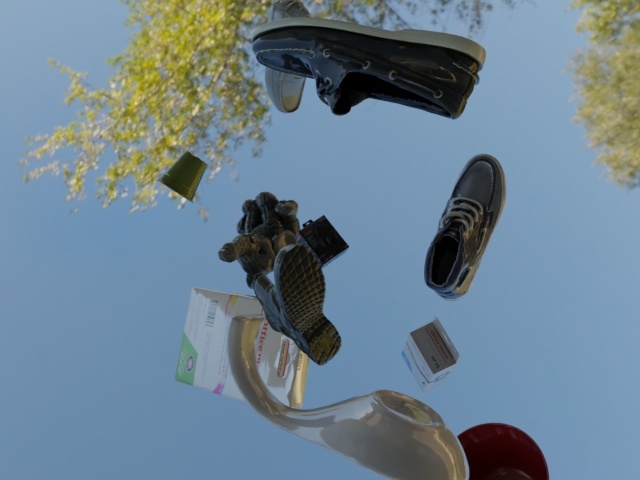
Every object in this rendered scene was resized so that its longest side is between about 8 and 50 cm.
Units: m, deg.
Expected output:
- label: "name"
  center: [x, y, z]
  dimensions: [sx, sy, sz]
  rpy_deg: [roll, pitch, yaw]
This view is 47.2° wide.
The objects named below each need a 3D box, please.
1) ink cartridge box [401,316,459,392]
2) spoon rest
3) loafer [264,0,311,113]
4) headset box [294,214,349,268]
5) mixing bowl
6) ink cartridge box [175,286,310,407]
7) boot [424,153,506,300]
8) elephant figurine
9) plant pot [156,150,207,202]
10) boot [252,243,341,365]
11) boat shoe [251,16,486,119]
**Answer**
- label: "ink cartridge box"
  center: [0.231, 0.245, 1.561]
  dimensions: [0.060, 0.180, 0.104]
  rpy_deg: [-23, -114, -13]
- label: "spoon rest"
  center: [0.017, 0.166, 0.711]
  dimensions: [0.276, 0.084, 0.137]
  rpy_deg: [27, -169, 29]
- label: "loafer"
  center: [-0.072, -0.448, 1.839]
  dimensions: [0.112, 0.320, 0.111]
  rpy_deg: [-35, -124, -28]
- label: "headset box"
  center: [0.000, 0.000, 1.292]
  dimensions: [0.062, 0.032, 0.083]
  rpy_deg: [-33, -101, -25]
- label: "mixing bowl"
  center: [0.271, 0.377, 1.100]
  dimensions: [0.098, 0.181, 0.182]
  rpy_deg: [44, -134, -40]
- label: "ink cartridge box"
  center: [-0.130, 0.217, 1.475]
  dimensions: [0.119, 0.353, 0.207]
  rpy_deg: [15, -97, -45]
- label: "boot"
  center: [0.175, -0.022, 0.880]
  dimensions: [0.086, 0.069, 0.190]
  rpy_deg: [30, -106, -67]
- label: "elephant figurine"
  center: [-0.126, 0.025, 1.585]
  dimensions: [0.185, 0.169, 0.240]
  rpy_deg: [17, -137, -8]
- label: "plant pot"
  center: [-0.259, -0.128, 1.405]
  dimensions: [0.083, 0.083, 0.079]
  rpy_deg: [33, -91, -14]
- label: "boot"
  center: [-0.063, 0.091, 1.200]
  dimensions: [0.083, 0.161, 0.247]
  rpy_deg: [-37, -48, -25]
- label: "boat shoe"
  center: [0.048, -0.225, 1.005]
  dimensions: [0.339, 0.127, 0.113]
  rpy_deg: [12, -95, 17]
